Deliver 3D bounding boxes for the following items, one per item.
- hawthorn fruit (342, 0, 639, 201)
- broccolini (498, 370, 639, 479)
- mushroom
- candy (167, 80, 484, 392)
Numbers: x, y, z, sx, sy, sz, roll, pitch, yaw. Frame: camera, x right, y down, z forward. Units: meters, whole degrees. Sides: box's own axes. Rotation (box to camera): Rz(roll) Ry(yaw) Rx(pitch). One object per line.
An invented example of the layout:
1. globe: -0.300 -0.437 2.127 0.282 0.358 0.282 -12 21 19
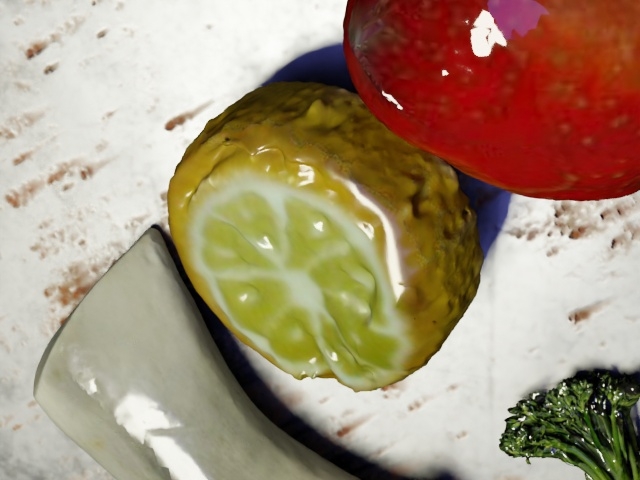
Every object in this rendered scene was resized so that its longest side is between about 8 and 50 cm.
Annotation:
1. hawthorn fruit: 0.178 -0.151 1.287 0.307 0.265 0.265 36 111 -3
2. broccolini: 0.211 0.233 1.520 0.123 0.062 0.271 3 112 21
3. mushroom: -0.059 0.187 1.523 0.397 0.126 0.177 42 103 0
4. candy: 0.000 0.000 1.412 0.260 0.118 0.259 21 132 25
